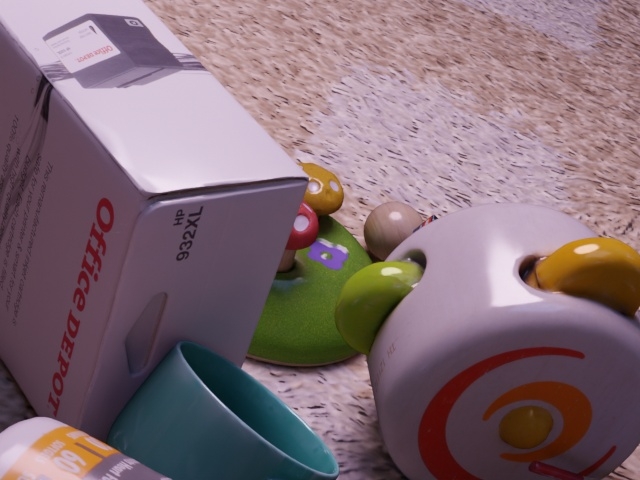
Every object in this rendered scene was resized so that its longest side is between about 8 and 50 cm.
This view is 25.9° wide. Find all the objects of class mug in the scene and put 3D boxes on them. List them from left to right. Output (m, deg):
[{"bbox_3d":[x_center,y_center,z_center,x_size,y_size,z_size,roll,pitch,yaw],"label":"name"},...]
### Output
[{"bbox_3d":[-0.067,0.140,0.837,0.129,0.097,0.158,39,5,-3],"label":"mug"}]

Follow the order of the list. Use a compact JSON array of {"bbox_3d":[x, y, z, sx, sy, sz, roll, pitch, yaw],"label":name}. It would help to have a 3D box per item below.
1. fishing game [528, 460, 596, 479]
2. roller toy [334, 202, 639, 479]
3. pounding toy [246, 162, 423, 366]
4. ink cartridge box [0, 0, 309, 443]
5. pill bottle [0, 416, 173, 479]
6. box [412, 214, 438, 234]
[{"bbox_3d":[0.208,0.265,0.868,0.189,0.041,0.264,20,39,-31],"label":"fishing game"},{"bbox_3d":[0.132,0.084,0.961,0.209,0.191,0.146,-19,38,8],"label":"roller toy"},{"bbox_3d":[0.000,0.000,1.091,0.237,0.110,0.183,4,37,-22],"label":"pounding toy"},{"bbox_3d":[-0.166,-0.037,0.956,0.129,0.223,0.307,-10,44,-38],"label":"ink cartridge box"},{"bbox_3d":[-0.065,0.217,0.704,0.278,0.162,0.162,25,34,9],"label":"pill bottle"},{"bbox_3d":[0.124,0.052,1.105,0.137,0.027,0.094,41,31,-15],"label":"box"}]
